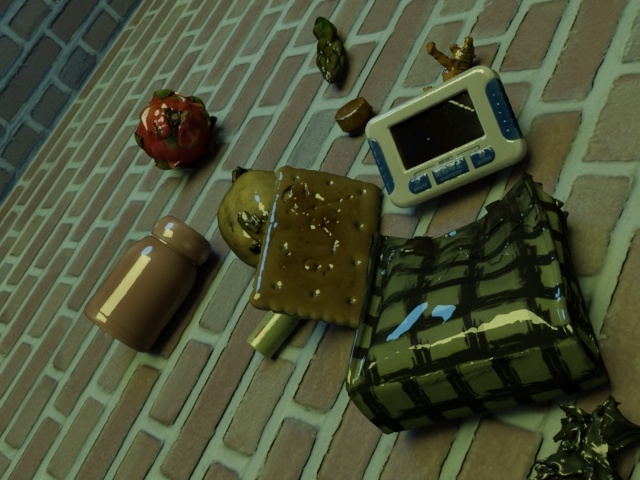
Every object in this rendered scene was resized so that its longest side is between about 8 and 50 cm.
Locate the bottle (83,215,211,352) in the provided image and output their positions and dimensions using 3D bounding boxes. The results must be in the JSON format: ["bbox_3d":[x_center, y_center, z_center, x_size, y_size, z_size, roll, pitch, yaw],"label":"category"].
[{"bbox_3d":[-0.380,0.088,1.575,0.297,0.173,0.206,-57,4,-10],"label":"bottle"}]

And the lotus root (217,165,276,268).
[{"bbox_3d":[-0.130,-0.062,1.450,0.183,0.183,0.310,-44,37,6],"label":"lotus root"}]

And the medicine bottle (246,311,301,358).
[{"bbox_3d":[-0.044,0.114,1.300,0.231,0.059,0.059,-52,37,-4],"label":"medicine bottle"}]

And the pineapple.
[{"bbox_3d":[0.284,0.282,0.800,0.119,0.111,0.237,37,76,21],"label":"pineapple"}]

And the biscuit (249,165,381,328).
[{"bbox_3d":[0.000,0.000,1.263,0.217,0.044,0.325,11,54,-2],"label":"biscuit"}]

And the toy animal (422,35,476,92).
[{"bbox_3d":[0.282,-0.284,1.315,0.255,0.116,0.114,-115,29,-45],"label":"toy animal"}]

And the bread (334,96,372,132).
[{"bbox_3d":[0.077,-0.272,1.525,0.085,0.053,0.085,-31,28,19],"label":"bread"}]

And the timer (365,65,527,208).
[{"bbox_3d":[0.217,-0.176,1.216,0.253,0.078,0.178,-22,86,29],"label":"timer"}]

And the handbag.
[{"bbox_3d":[0.212,0.085,1.001,0.325,0.162,0.327,-21,37,26],"label":"handbag"}]

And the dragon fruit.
[{"bbox_3d":[-0.390,-0.300,1.885,0.224,0.224,0.227,-50,32,-2],"label":"dragon fruit"}]

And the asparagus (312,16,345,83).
[{"bbox_3d":[0.024,-0.476,1.739,0.080,0.080,0.287,-29,38,24],"label":"asparagus"}]
